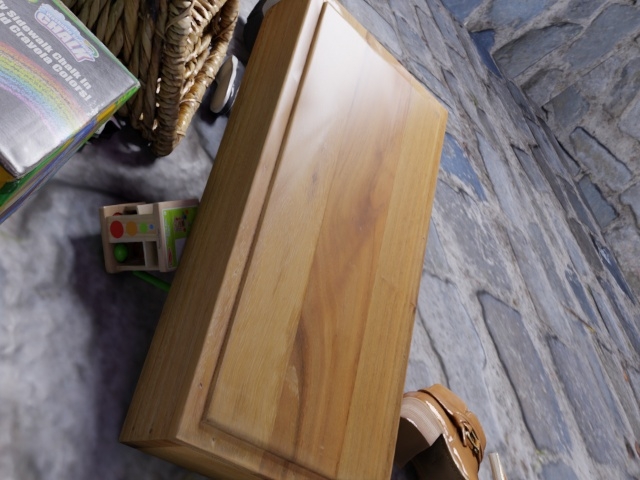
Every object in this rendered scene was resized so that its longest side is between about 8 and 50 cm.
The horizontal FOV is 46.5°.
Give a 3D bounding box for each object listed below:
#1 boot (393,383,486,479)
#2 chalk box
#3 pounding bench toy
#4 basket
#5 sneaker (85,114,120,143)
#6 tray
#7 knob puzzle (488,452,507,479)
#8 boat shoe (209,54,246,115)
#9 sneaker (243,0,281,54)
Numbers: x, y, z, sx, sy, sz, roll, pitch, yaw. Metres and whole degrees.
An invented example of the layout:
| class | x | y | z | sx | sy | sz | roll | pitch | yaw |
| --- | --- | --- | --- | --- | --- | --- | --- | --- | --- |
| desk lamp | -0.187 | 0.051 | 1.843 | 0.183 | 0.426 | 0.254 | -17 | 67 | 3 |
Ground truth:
| class | x | y | z | sx | sy | sz | roll | pitch | yaw |
| --- | --- | --- | --- | --- | --- | --- | --- | --- | --- |
| boot | 0.145 | 0.237 | 0.756 | 0.197 | 0.073 | 0.152 | 62 | 23 | 10 |
| chalk box | -0.221 | -0.090 | 0.477 | 0.132 | 0.132 | 0.213 | 46 | 26 | -14 |
| pounding bench toy | -0.133 | 0.011 | 0.584 | 0.052 | 0.065 | 0.083 | -16 | 102 | -63 |
| basket | -0.137 | -0.273 | 0.739 | 0.223 | 0.213 | 0.299 | 43 | 28 | -20 |
| sneaker | -0.205 | -0.101 | 0.618 | 0.043 | 0.040 | 0.109 | 56 | 26 | 0 |
| tray | 0.000 | 0.000 | 0.625 | 0.203 | 0.076 | 0.410 | 35 | 55 | -34 |
| knob puzzle | 0.212 | 0.328 | 0.717 | 0.213 | 0.030 | 0.213 | -17 | 90 | -79 |
| boat shoe | -0.103 | -0.177 | 0.875 | 0.038 | 0.046 | 0.125 | 36 | 23 | -24 |
| sneaker | 0.047 | -0.162 | 0.960 | 0.257 | 0.169 | 0.447 | 33 | 31 | -33 |
